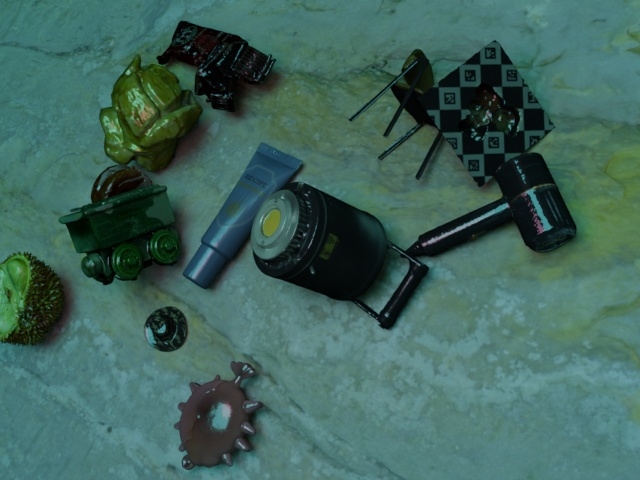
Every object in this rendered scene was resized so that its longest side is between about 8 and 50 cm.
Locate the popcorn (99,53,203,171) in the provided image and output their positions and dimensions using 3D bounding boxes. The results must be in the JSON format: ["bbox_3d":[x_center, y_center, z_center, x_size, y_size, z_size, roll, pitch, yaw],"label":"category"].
[{"bbox_3d":[-0.447,-0.323,1.765,0.225,0.276,0.276,38,88,-6],"label":"popcorn"}]

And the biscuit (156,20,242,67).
[{"bbox_3d":[-0.344,-0.533,1.876,0.235,0.063,0.151,21,64,32],"label":"biscuit"}]

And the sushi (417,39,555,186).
[{"bbox_3d":[0.346,-0.268,1.447,0.219,0.047,0.231,-38,98,-8],"label":"sushi"}]

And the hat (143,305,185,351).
[{"bbox_3d":[-0.377,0.209,1.630,0.121,0.050,0.121,-6,70,17],"label":"hat"}]

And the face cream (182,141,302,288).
[{"bbox_3d":[-0.197,-0.060,1.638,0.135,0.086,0.385,27,79,28],"label":"face cream"}]

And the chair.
[{"bbox_3d":[0.207,-0.297,1.505,0.247,0.159,0.172,-49,43,-2],"label":"chair"}]

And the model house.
[{"bbox_3d":[-0.217,-0.420,1.752,0.164,0.141,0.203,37,90,17],"label":"model house"}]

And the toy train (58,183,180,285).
[{"bbox_3d":[-0.463,-0.010,1.624,0.145,0.266,0.202,-7,104,42],"label":"toy train"}]

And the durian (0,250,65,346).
[{"bbox_3d":[-0.760,0.157,1.738,0.200,0.176,0.237,-2,65,32],"label":"durian"}]

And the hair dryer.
[{"bbox_3d":[0.330,-0.019,1.407,0.352,0.107,0.189,-27,65,20],"label":"hair dryer"}]

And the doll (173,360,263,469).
[{"bbox_3d":[-0.226,0.383,1.481,0.211,0.093,0.262,21,81,30],"label":"doll"}]

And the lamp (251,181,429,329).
[{"bbox_3d":[-0.003,0.009,1.414,0.374,0.272,0.205,38,104,30],"label":"lamp"}]

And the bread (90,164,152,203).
[{"bbox_3d":[-0.506,-0.115,1.745,0.073,0.160,0.160,20,80,34],"label":"bread"}]
